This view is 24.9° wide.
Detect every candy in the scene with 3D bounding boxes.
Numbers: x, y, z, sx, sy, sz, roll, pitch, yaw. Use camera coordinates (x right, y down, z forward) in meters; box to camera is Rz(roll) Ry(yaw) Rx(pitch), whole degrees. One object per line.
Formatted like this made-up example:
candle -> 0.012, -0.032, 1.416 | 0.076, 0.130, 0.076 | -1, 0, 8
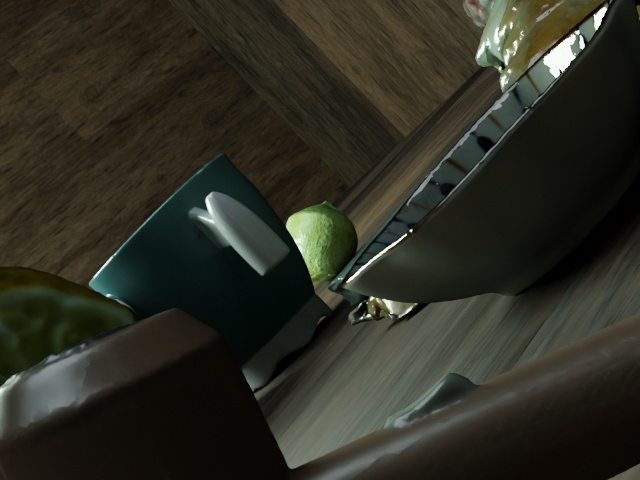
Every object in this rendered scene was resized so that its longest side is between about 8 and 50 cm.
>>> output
candy -> -0.236, 0.140, 1.164 | 0.118, 0.260, 0.260 | -52, -3, 40

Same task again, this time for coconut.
coconut -> 0.000, 0.000, 1.629 | 0.088, 0.088, 0.096 | 142, 144, -69

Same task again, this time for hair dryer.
hair dryer -> 0.024, 0.051, 0.336 | 0.182, 0.117, 0.064 | -25, 0, -4

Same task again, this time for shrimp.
shrimp -> 0.123, -0.075, 0.912 | 0.185, 0.068, 0.287 | -29, 36, 65

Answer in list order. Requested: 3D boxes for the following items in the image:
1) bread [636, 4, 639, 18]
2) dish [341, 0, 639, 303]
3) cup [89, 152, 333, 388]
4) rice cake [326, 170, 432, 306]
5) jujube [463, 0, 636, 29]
bread -> 0.194, -0.122, 0.977 | 0.070, 0.035, 0.083 | -49, 13, -10
dish -> 0.097, -0.027, 0.677 | 0.190, 0.066, 0.190 | -47, 2, 3
cup -> -0.087, 0.041, 1.283 | 0.167, 0.173, 0.300 | -45, 3, -22
rice cake -> 0.065, -0.006, 1.234 | 0.042, 0.030, 0.180 | -33, 10, 50
jujube -> 0.242, -0.312, 1.426 | 0.226, 0.226, 0.317 | -43, 0, 29
